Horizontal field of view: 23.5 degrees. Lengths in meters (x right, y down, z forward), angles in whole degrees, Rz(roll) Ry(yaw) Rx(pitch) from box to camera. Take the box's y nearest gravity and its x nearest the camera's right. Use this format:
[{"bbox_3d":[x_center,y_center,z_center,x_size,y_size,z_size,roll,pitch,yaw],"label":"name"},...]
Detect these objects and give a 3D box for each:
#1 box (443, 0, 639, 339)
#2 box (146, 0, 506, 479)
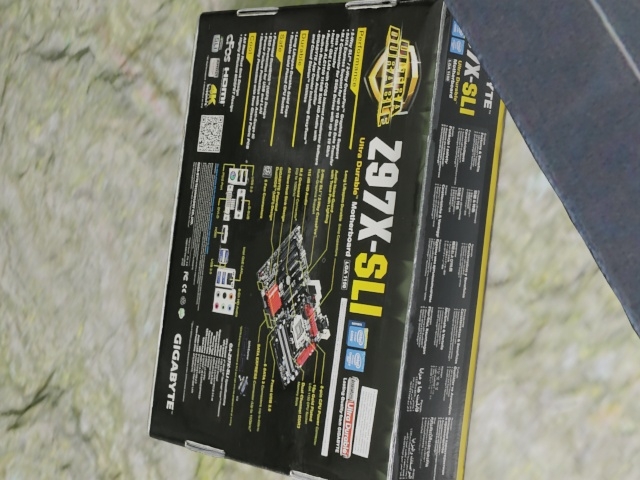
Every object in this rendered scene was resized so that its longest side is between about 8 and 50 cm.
[{"bbox_3d":[0.343,-0.076,0.450,0.472,0.297,0.480,-39,72,36],"label":"box"},{"bbox_3d":[0.000,0.000,1.053,0.257,0.079,0.322,5,88,47],"label":"box"}]
